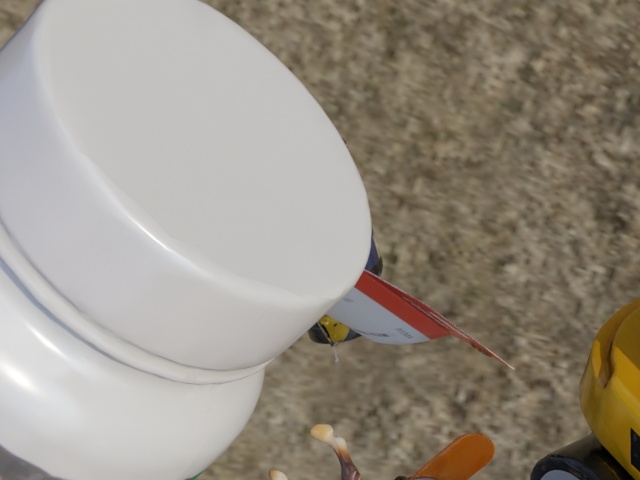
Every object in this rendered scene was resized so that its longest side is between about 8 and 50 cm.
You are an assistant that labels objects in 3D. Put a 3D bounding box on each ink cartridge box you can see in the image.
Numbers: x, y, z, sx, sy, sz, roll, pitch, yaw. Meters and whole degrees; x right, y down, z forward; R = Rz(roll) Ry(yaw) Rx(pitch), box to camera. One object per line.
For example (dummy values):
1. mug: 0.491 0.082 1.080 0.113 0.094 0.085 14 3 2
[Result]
1. ink cartridge box: 0.038 0.058 1.614 0.232 0.189 0.066 36 90 37

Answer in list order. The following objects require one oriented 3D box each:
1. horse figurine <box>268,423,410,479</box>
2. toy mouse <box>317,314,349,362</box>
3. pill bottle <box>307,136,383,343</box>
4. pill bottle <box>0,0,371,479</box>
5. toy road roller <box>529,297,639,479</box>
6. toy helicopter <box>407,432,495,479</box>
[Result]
1. horse figurine: -0.030 0.230 1.262 0.174 0.263 0.066 56 154 37
2. toy mouse: -0.014 0.039 1.846 0.031 0.161 0.143 -32 70 -7
3. pill bottle: 0.000 0.000 2.027 0.123 0.123 0.219 -3 114 36
4. pill bottle: -0.156 0.060 0.814 0.361 0.204 0.204 -42 58 31
5. toy road roller: 0.287 0.144 1.025 0.329 0.202 0.240 47 143 36
6. toy helicopter: 0.041 0.295 1.621 0.355 0.140 0.235 -8 40 19
